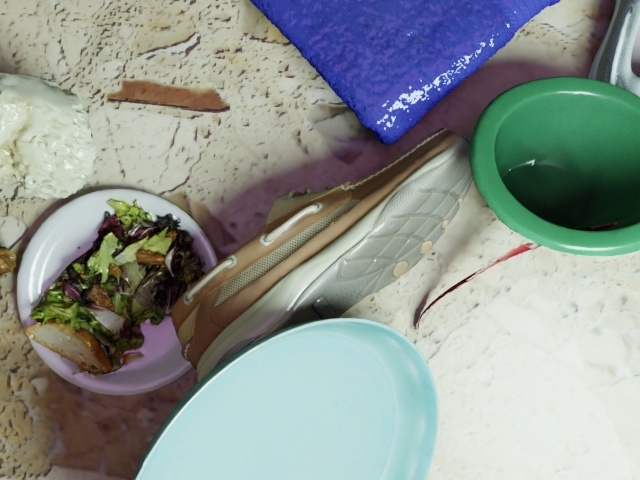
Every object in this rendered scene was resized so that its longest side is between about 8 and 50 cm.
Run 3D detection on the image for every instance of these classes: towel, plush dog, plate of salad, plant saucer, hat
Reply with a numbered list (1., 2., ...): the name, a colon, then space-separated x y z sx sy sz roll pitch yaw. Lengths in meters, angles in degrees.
1. towel: 0.102 -0.262 0.691 0.308 0.076 0.227 -41 84 2
2. plush dog: -0.363 -0.070 0.655 0.262 0.210 0.225 38 121 7
3. plate of salad: -0.193 0.050 0.713 0.200 0.048 0.200 0 91 2
4. plant saucer: -0.029 0.205 0.638 0.318 0.044 0.317 -16 118 -33
5. hat: 0.198 -0.026 0.689 0.208 0.183 0.173 0 63 -1

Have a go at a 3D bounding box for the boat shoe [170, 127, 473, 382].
1. boat shoe: 0.000 0.000 0.673 0.324 0.123 0.116 -39 61 -10

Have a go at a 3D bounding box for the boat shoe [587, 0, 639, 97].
1. boat shoe: 0.316 -0.175 0.669 0.118 0.103 0.320 10 93 1
